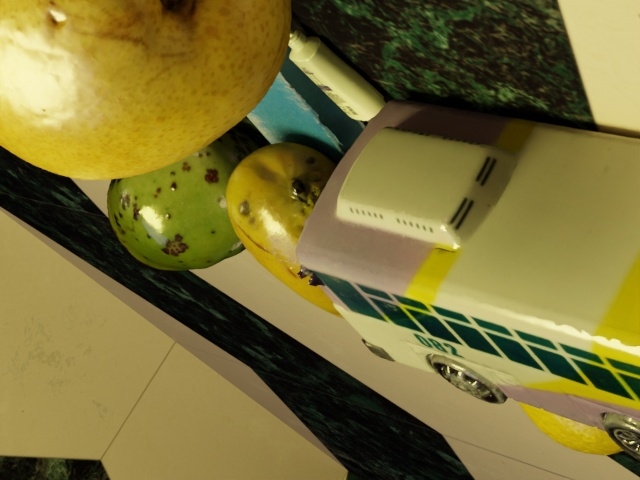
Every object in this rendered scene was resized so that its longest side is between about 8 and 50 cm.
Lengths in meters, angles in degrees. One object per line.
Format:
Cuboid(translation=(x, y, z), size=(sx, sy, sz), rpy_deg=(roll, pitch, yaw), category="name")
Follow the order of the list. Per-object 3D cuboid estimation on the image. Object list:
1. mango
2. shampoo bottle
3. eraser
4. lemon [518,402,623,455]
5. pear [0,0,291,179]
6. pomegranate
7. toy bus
Cuboid(translation=(0.000, 0.000, 1.624), size=(0.262, 0.130, 0.167), rpy_deg=(47, 169, -33), category="mango")
Cuboid(translation=(0.004, -0.166, 1.446), size=(0.141, 0.034, 0.049), rpy_deg=(41, 170, -31), category="shampoo bottle")
Cuboid(translation=(-0.018, -0.129, 1.599), size=(0.144, 0.042, 0.312), rpy_deg=(21, 162, 40), category="eraser")
Cuboid(translation=(0.279, 0.118, 1.527), size=(0.244, 0.187, 0.187), rpy_deg=(50, 167, 6), category="lemon")
Cuboid(translation=(-0.178, -0.198, 1.195), size=(0.314, 0.314, 0.314), rpy_deg=(30, 166, 8), category="pear")
Cuboid(translation=(-0.172, -0.084, 1.829), size=(0.248, 0.214, 0.214), rpy_deg=(64, 167, 5), category="pomegranate")
Cuboid(translation=(0.194, 0.024, 1.331), size=(0.440, 0.209, 0.249), rpy_deg=(16, 158, 46), category="toy bus")
